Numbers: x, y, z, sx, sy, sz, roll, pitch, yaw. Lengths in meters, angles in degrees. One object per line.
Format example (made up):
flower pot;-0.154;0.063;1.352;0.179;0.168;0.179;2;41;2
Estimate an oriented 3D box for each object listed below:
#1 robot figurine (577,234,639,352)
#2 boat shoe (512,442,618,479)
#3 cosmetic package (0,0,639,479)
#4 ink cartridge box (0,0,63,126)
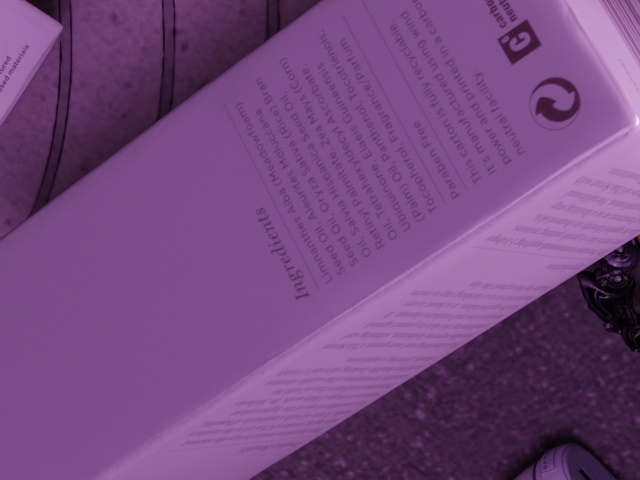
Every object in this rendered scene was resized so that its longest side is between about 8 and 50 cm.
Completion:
robot figurine;0.288;0.057;1.225;0.211;0.085;0.291;-11;118;25
boat shoe;0.217;0.237;1.357;0.076;0.083;0.226;-35;99;35
cosmetic package;0.000;0.000;1.131;0.453;0.230;0.161;-34;73;21
ink cartridge box;-0.266;-0.146;1.132;0.212;0.154;0.093;33;90;-12
